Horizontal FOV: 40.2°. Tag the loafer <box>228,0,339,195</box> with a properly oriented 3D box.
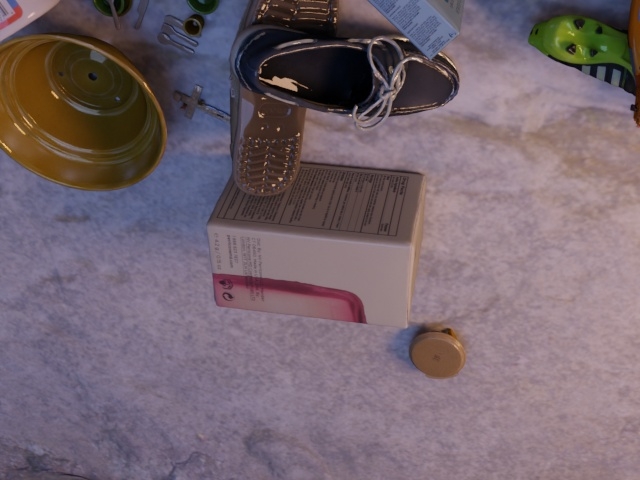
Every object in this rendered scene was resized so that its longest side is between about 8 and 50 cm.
[{"bbox_3d":[-0.055,-0.183,0.940,0.101,0.092,0.269,4,117,-25],"label":"loafer"}]

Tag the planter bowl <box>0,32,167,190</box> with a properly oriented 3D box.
[{"bbox_3d":[-0.272,-0.165,0.999,0.217,0.090,0.217,5,137,5],"label":"planter bowl"}]

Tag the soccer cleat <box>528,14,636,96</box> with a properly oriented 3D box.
[{"bbox_3d":[0.292,-0.185,0.879,0.178,0.072,0.060,16,98,-22],"label":"soccer cleat"}]

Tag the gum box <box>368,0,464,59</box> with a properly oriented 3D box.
[{"bbox_3d":[0.056,-0.271,0.806,0.184,0.157,0.041,40,125,-17],"label":"gum box"}]

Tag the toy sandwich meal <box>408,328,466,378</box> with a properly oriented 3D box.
[{"bbox_3d":[0.159,0.151,1.178,0.085,0.029,0.086,8,124,12],"label":"toy sandwich meal"}]

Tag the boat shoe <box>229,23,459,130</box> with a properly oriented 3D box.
[{"bbox_3d":[0.038,-0.166,0.883,0.254,0.079,0.095,8,115,-26],"label":"boat shoe"}]

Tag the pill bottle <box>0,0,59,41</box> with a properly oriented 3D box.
[{"bbox_3d":[-0.375,-0.319,0.898,0.124,0.124,0.221,-18,119,25],"label":"pill bottle"}]

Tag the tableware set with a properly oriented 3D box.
[{"bbox_3d":[-0.191,-0.269,0.953,0.154,0.024,0.104,27,127,-6],"label":"tableware set"}]

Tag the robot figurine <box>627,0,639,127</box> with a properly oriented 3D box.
[{"bbox_3d":[0.369,-0.239,0.766,0.211,0.085,0.291,4,112,11],"label":"robot figurine"}]

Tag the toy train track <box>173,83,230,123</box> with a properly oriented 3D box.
[{"bbox_3d":[-0.135,-0.153,1.032,0.083,0.014,0.048,24,128,-5],"label":"toy train track"}]

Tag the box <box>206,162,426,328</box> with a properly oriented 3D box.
[{"bbox_3d":[0.000,0.000,1.027,0.232,0.149,0.127,7,128,10],"label":"box"}]
